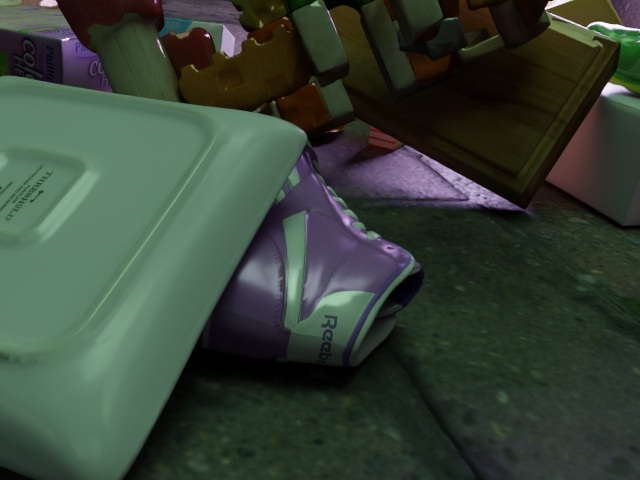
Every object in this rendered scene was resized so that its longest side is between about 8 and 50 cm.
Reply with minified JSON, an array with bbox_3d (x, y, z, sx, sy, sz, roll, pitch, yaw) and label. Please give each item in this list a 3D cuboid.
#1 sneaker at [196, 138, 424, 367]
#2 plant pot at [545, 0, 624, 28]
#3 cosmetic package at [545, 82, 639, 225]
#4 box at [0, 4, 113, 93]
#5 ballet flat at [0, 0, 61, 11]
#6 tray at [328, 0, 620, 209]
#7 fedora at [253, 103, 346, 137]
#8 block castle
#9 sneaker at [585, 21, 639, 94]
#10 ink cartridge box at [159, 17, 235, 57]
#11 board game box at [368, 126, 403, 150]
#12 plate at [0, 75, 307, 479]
[{"bbox_3d":[0.000,0.001,0.527,0.160,0.102,0.282,12,34,1],"label":"sneaker"},{"bbox_3d":[0.581,-0.463,1.519,0.212,0.187,0.212,-15,18,17],"label":"plant pot"},{"bbox_3d":[0.422,-0.124,0.867,0.223,0.138,0.225,-2,25,-20],"label":"cosmetic package"},{"bbox_3d":[-0.399,-0.256,0.946,0.242,0.118,0.213,13,24,14],"label":"box"},{"bbox_3d":[-0.518,-0.401,1.276,0.124,0.116,0.342,43,34,23],"label":"ballet flat"},{"bbox_3d":[0.131,-0.231,0.840,0.410,0.203,0.076,33,0,23],"label":"tray"},{"bbox_3d":[-0.049,-0.212,0.997,0.194,0.079,0.194,6,23,-3],"label":"fedora"},{"bbox_3d":[0.016,-0.247,0.640,0.452,0.213,0.303,-23,0,4],"label":"block castle"},{"bbox_3d":[0.442,-0.220,0.768,0.109,0.124,0.295,-12,31,-36],"label":"sneaker"},{"bbox_3d":[-0.181,-0.229,0.937,0.092,0.143,0.090,8,6,2],"label":"ink cartridge box"},{"bbox_3d":[0.137,-0.229,1.008,0.045,0.147,0.193,17,25,21],"label":"board game box"},{"bbox_3d":[-0.181,-0.017,0.411,0.277,0.045,0.277,11,50,16],"label":"plate"}]
